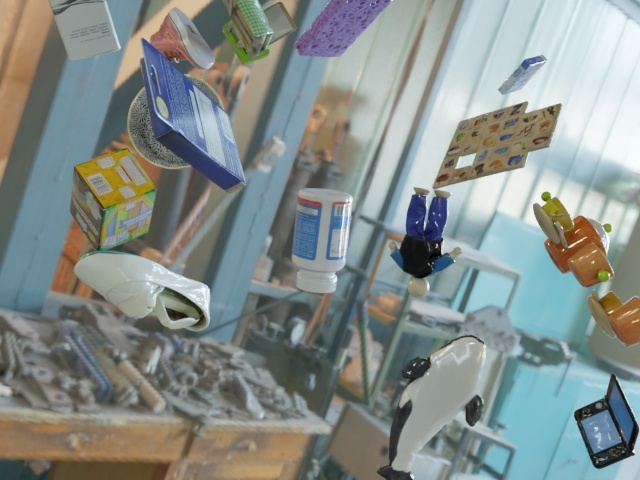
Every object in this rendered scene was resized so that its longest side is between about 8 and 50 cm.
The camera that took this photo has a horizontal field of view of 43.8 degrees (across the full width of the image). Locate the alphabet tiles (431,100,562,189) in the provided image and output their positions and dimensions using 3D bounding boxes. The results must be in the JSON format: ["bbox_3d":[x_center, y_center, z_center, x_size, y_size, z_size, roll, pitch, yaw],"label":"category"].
[{"bbox_3d":[0.337,-0.190,1.507,0.237,0.198,0.009,-12,-50,42],"label":"alphabet tiles"}]

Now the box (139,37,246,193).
[{"bbox_3d":[-0.184,-0.168,1.097,0.225,0.037,0.136,41,29,-59],"label":"box"}]

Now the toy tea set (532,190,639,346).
[{"bbox_3d":[0.513,0.051,1.412,0.336,0.124,0.200,63,6,33],"label":"toy tea set"}]

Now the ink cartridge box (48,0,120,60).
[{"bbox_3d":[-0.530,-0.542,1.701,0.114,0.272,0.197,-19,29,-12],"label":"ink cartridge box"}]

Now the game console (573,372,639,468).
[{"bbox_3d":[0.571,0.362,1.597,0.085,0.124,0.144,46,24,-34],"label":"game console"}]

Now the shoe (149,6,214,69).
[{"bbox_3d":[-0.256,-0.348,1.456,0.063,0.081,0.178,25,27,-48],"label":"shoe"}]

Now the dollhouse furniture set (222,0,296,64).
[{"bbox_3d":[-0.105,-0.435,1.365,0.197,0.151,0.301,59,-5,-8],"label":"dollhouse furniture set"}]

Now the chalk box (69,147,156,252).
[{"bbox_3d":[-0.457,-0.073,1.741,0.132,0.213,0.132,-27,69,-33],"label":"chalk box"}]

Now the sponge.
[{"bbox_3d":[0.051,-0.427,1.525,0.117,0.210,0.031,-9,68,-41],"label":"sponge"}]

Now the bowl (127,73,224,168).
[{"bbox_3d":[-0.244,-0.198,1.396,0.170,0.170,0.080,20,-8,6],"label":"bowl"}]

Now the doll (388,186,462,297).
[{"bbox_3d":[0.182,0.006,1.371,0.129,0.188,0.046,10,1,20],"label":"doll"}]

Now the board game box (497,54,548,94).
[{"bbox_3d":[0.429,-0.351,1.688,0.090,0.090,0.020,-24,71,-47],"label":"board game box"}]

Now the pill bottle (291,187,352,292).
[{"bbox_3d":[0.000,0.000,1.784,0.124,0.221,0.124,7,11,-1],"label":"pill bottle"}]

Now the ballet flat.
[{"bbox_3d":[-0.386,0.129,1.835,0.139,0.139,0.400,23,-2,36],"label":"ballet flat"}]

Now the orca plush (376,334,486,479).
[{"bbox_3d":[0.200,0.293,1.399,0.151,0.287,0.102,16,0,3],"label":"orca plush"}]
